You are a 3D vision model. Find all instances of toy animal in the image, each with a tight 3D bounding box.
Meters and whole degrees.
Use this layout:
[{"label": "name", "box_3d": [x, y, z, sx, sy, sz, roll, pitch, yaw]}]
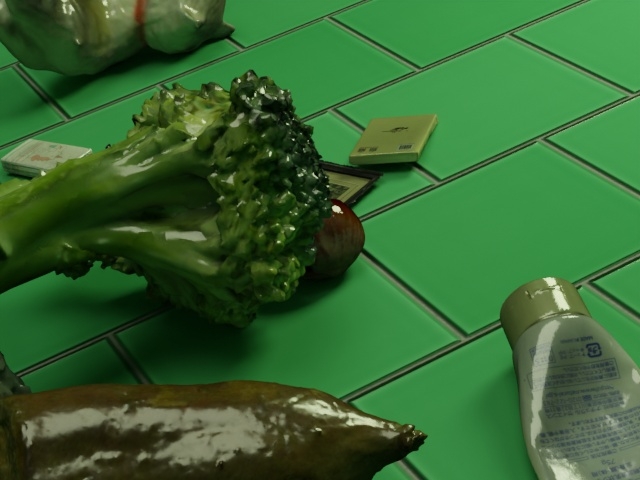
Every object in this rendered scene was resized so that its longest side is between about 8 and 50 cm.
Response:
[{"label": "toy animal", "box_3d": [-0.263, -0.297, 1.858, 0.266, 0.188, 0.308, -43, -9, 13]}]

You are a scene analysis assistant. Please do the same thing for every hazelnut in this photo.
[{"label": "hazelnut", "box_3d": [0.000, 0.000, 1.372, 0.086, 0.086, 0.086, -10, 31, 6]}]

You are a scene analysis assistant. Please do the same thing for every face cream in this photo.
[{"label": "face cream", "box_3d": [0.202, 0.128, 1.107, 0.114, 0.070, 0.224, -16, 43, -2]}]

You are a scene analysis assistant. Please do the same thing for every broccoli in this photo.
[{"label": "broccoli", "box_3d": [-0.166, -0.021, 1.226, 0.353, 0.275, 0.397, -35, -13, 19]}]

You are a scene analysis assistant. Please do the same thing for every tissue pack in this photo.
[{"label": "tissue pack", "box_3d": [-0.323, -0.094, 1.698, 0.108, 0.023, 0.056, 12, 39, 37]}]

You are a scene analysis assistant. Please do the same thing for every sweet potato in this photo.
[{"label": "sweet potato", "box_3d": [-0.108, 0.178, 1.057, 0.370, 0.158, 0.158, -5, 30, -5]}]

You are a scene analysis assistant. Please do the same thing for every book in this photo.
[{"label": "book", "box_3d": [0.081, -0.110, 1.565, 0.077, 0.014, 0.111, -2, 26, 18]}]

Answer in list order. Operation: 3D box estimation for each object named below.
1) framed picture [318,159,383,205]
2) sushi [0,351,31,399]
[{"label": "framed picture", "box_3d": [-0.063, -0.037, 1.514, 0.199, 0.010, 0.195, 14, 40, 38]}, {"label": "sushi", "box_3d": [-0.327, 0.182, 1.144, 0.126, 0.136, 0.225, 0, 37, 38]}]
